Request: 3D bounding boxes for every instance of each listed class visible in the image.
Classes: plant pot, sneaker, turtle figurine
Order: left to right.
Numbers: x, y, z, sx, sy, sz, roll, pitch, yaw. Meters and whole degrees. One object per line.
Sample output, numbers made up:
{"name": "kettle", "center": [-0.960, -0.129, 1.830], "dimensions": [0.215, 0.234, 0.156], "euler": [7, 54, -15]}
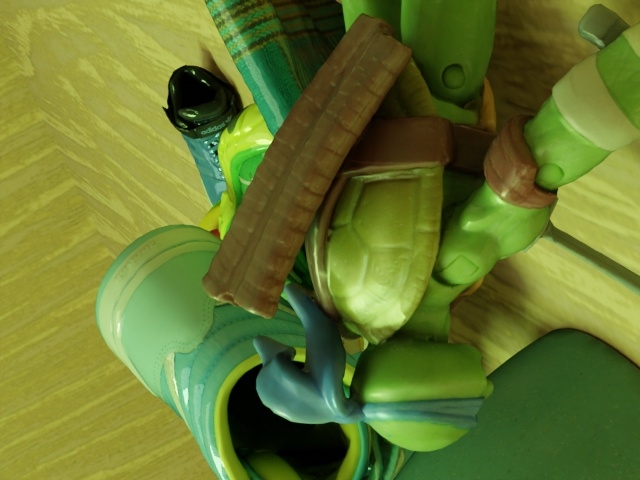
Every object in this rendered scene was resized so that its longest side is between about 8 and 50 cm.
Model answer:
{"name": "sneaker", "center": [-0.082, -0.076, 1.450], "dimensions": [0.084, 0.058, 0.152], "euler": [69, 175, -67]}
{"name": "sneaker", "center": [0.000, 0.000, 1.130], "dimensions": [0.123, 0.109, 0.295], "euler": [58, 175, 18]}
{"name": "sneaker", "center": [0.004, 0.139, 1.097], "dimensions": [0.319, 0.127, 0.208], "euler": [42, 179, -36]}
{"name": "plant pot", "center": [0.119, 0.221, 0.972], "dimensions": [0.290, 0.195, 0.290], "euler": [57, 166, 22]}
{"name": "turtle figurine", "center": [0.090, -0.060, 0.707], "dimensions": [0.198, 0.274, 0.266], "euler": [11, -111, -78]}

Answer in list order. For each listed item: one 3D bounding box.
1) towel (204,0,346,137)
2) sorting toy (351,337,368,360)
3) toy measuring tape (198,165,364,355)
{"name": "towel", "center": [-0.026, -0.151, 0.892], "dimensions": [0.370, 0.040, 0.271], "euler": [64, -168, -5]}
{"name": "sorting toy", "center": [0.030, 0.121, 1.452], "dimensions": [0.347, 0.047, 0.196], "euler": [36, 152, 63]}
{"name": "toy measuring tape", "center": [-0.028, 0.078, 1.338], "dimensions": [0.121, 0.121, 0.330], "euler": [-173, 72, -75]}
